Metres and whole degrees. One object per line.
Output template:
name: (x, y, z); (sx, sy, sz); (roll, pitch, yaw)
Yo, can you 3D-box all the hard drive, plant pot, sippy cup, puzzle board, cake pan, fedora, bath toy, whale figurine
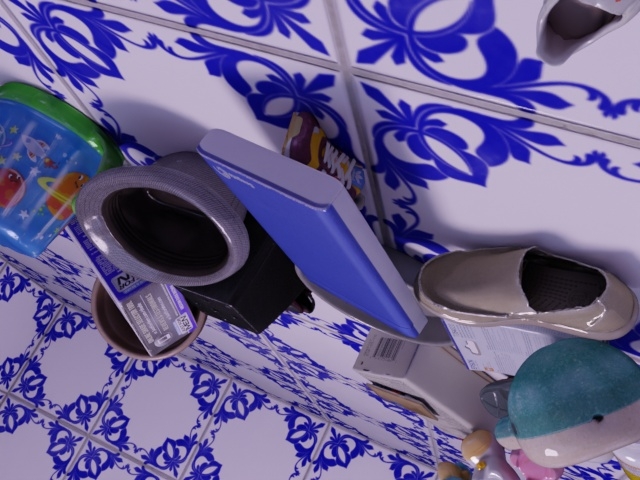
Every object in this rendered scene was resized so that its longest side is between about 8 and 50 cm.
hard drive: (0.000, 0.000, 0.885); (0.210, 0.040, 0.318); (27, 164, 36)
plant pot: (-0.137, 0.049, 1.208); (0.188, 0.167, 0.187); (16, 158, 26)
sippy cup: (-0.487, -0.103, 1.186); (0.240, 0.224, 0.305); (35, 159, -21)
plant pot: (-0.376, 0.143, 1.692); (0.263, 0.263, 0.229); (25, 179, 5)
puzzle board: (0.161, 0.314, 1.396); (0.128, 0.011, 0.096); (13, 158, 37)
cake pan: (0.100, 0.081, 1.154); (0.293, 0.054, 0.293); (24, 160, 9)
fedora: (-0.218, -0.047, 1.082); (0.275, 0.124, 0.243); (-10, 130, 34)
bath toy: (0.382, 0.389, 1.310); (0.129, 0.348, 0.151); (-4, -120, -57)
whale figurine: (0.323, 0.200, 0.939); (0.272, 0.216, 0.141); (37, -150, -80)

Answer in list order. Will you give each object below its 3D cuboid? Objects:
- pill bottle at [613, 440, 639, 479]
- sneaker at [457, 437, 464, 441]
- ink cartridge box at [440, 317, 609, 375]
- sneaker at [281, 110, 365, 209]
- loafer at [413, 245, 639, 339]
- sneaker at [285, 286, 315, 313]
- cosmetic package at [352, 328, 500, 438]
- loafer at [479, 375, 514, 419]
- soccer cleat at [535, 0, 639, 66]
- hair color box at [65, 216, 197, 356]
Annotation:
pill bottle: (0.510, 0.309, 1.109); (0.118, 0.117, 0.208); (10, 155, 39)
sneaker: (0.353, 0.421, 1.641); (0.088, 0.092, 0.225); (-13, 121, 35)
ink cartridge box: (0.311, 0.157, 1.059); (0.224, 0.045, 0.223); (8, 154, 26)
sneaker: (0.011, -0.090, 0.835); (0.084, 0.069, 0.185); (13, 164, 14)
loafer: (0.234, 0.050, 0.853); (0.269, 0.102, 0.092); (4, 150, 29)
sneaker: (-0.084, 0.127, 1.435); (0.163, 0.106, 0.281); (18, 158, 15)
cosmetic package: (0.232, 0.288, 1.421); (0.309, 0.113, 0.160); (38, 158, -30)
loafer: (0.389, 0.259, 1.232); (0.267, 0.084, 0.096); (-20, 99, 59)
soccer cleat: (0.178, -0.169, 0.393); (0.068, 0.076, 0.196); (26, 160, 2)
hair color box: (-0.370, 0.030, 1.309); (0.339, 0.110, 0.185); (47, 161, 33)
